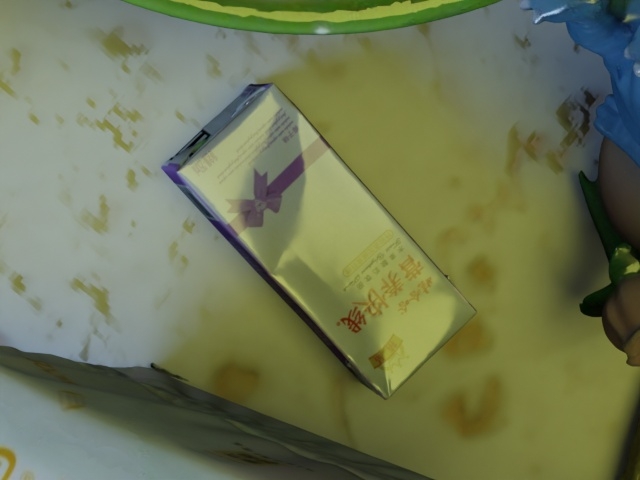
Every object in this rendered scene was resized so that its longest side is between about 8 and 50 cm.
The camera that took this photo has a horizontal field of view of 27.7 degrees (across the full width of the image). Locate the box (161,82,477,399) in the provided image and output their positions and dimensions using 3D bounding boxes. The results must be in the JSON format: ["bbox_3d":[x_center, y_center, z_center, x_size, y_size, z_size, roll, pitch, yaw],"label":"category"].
[{"bbox_3d":[0.000,0.000,0.473,0.050,0.036,0.117,-45,103,-6],"label":"box"}]

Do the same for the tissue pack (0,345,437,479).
[{"bbox_3d":[-0.028,0.149,0.375,0.124,0.225,0.185,17,88,-56],"label":"tissue pack"}]

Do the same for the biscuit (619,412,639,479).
[{"bbox_3d":[0.204,0.070,0.508,0.141,0.038,0.290,36,91,10],"label":"biscuit"}]

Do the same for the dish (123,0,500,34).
[{"bbox_3d":[-0.008,-0.225,0.413,0.324,0.124,0.324,-1,96,-7],"label":"dish"}]

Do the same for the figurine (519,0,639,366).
[{"bbox_3d":[0.129,-0.036,0.460,0.144,0.114,0.178,-46,140,19],"label":"figurine"}]
